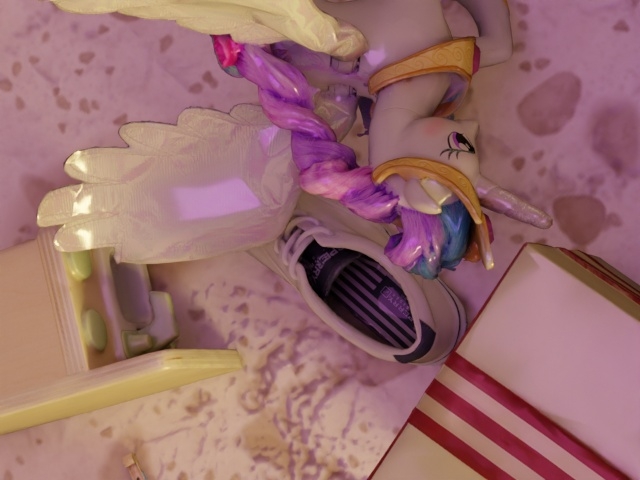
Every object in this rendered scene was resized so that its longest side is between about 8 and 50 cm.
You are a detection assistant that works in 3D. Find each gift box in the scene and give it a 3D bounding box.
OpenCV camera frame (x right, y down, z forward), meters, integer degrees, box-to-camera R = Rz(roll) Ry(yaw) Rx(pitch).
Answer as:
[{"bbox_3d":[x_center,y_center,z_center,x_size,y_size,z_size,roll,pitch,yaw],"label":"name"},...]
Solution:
[{"bbox_3d":[0.213,0.148,1.215,0.258,0.255,0.276,37,105,19],"label":"gift box"}]

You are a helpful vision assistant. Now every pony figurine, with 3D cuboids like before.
[{"bbox_3d":[-0.014,-0.138,1.274,0.351,0.302,0.363,5,53,1],"label":"pony figurine"}]

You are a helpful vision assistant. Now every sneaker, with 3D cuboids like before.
[{"bbox_3d":[0.000,0.000,1.378,0.258,0.091,0.094,35,98,17],"label":"sneaker"}]

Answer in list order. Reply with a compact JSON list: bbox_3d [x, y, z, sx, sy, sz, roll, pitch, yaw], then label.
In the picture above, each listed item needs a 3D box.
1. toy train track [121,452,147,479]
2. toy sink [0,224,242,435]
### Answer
[{"bbox_3d":[-0.138,0.208,1.456,0.048,0.014,0.083,-30,78,15],"label":"toy train track"},{"bbox_3d":[-0.202,0.065,1.414,0.234,0.153,0.131,-16,82,18],"label":"toy sink"}]
